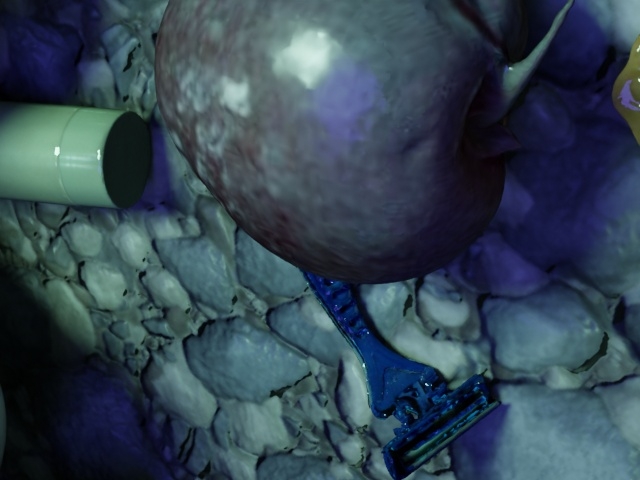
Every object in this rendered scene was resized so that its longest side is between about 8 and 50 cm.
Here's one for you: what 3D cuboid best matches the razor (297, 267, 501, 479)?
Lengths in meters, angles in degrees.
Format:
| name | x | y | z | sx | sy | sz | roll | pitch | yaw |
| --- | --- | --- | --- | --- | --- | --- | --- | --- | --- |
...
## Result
| name | x | y | z | sx | sy | sz | roll | pitch | yaw |
| --- | --- | --- | --- | --- | --- | --- | --- | --- | --- |
| razor | -0.004 | 0.003 | 0.798 | 0.324 | 0.093 | 0.056 | 58 | 155 | -3 |

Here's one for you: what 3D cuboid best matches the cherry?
| name | x | y | z | sx | sy | sz | roll | pitch | yaw |
| --- | --- | --- | --- | --- | --- | --- | --- | --- | --- |
| cherry | 0.018 | -0.084 | 0.677 | 0.266 | 0.183 | 0.213 | 20 | 109 | 32 |

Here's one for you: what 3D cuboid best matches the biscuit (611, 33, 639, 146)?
| name | x | y | z | sx | sy | sz | roll | pitch | yaw |
| --- | --- | --- | --- | --- | --- | --- | --- | --- | --- |
| biscuit | 0.262 | -0.027 | 0.684 | 0.144 | 0.040 | 0.236 | -16 | 102 | 33 |

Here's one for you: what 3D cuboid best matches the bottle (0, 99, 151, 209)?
| name | x | y | z | sx | sy | sz | roll | pitch | yaw |
| --- | --- | --- | --- | --- | --- | --- | --- | --- | --- |
| bottle | -0.225 | -0.065 | 0.849 | 0.201 | 0.072 | 0.072 | 6 | 113 | 21 |

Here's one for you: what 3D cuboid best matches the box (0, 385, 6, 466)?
| name | x | y | z | sx | sy | sz | roll | pitch | yaw |
| --- | --- | --- | --- | --- | --- | --- | --- | --- | --- |
| box | -0.357 | 0.110 | 0.873 | 0.349 | 0.141 | 0.289 | 48 | 130 | 33 |
